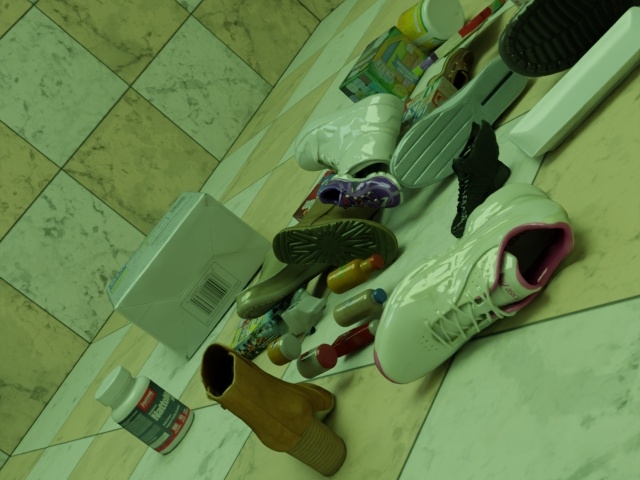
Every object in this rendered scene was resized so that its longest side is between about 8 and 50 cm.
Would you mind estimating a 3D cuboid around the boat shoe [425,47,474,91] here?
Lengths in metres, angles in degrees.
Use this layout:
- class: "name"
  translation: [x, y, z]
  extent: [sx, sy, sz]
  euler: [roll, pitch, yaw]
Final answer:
- class: "boat shoe"
  translation: [0.281, -0.337, 1.857]
  extent: [0.060, 0.064, 0.178]
  euler: [10, 45, 34]

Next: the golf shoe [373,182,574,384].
- class: "golf shoe"
  translation: [0.183, 0.061, 1.090]
  extent: [0.306, 0.115, 0.140]
  euler: [-50, 19, 4]

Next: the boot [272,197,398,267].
- class: "boot"
  translation: [0.058, -0.033, 1.649]
  extent: [0.236, 0.089, 0.269]
  euler: [4, 19, 20]

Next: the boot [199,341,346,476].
- class: "boot"
  translation: [-0.080, 0.210, 1.272]
  extent: [0.104, 0.211, 0.295]
  euler: [-50, 15, -2]

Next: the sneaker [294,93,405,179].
- class: "sneaker"
  translation: [0.038, -0.152, 1.715]
  extent: [0.292, 0.108, 0.169]
  euler: [-24, 50, 49]

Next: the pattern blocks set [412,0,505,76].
- class: "pattern blocks set"
  translation: [0.313, -0.450, 1.954]
  extent: [0.285, 0.026, 0.325]
  euler: [-36, 6, 42]

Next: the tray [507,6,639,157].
- class: "tray"
  translation: [0.395, -0.228, 1.322]
  extent: [0.270, 0.030, 0.145]
  euler: [-46, 17, 12]

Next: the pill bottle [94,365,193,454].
- class: "pill bottle"
  translation: [-0.354, 0.335, 1.798]
  extent: [0.108, 0.180, 0.108]
  euler: [-45, 17, 17]

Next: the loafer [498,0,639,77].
- class: "loafer"
  translation: [0.441, -0.398, 1.441]
  extent: [0.366, 0.134, 0.130]
  euler: [-37, 13, 8]

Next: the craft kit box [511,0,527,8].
- class: "craft kit box"
  translation: [0.380, -0.528, 1.662]
  extent: [0.061, 0.246, 0.250]
  euler: [-54, 15, -6]

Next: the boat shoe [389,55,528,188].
- class: "boat shoe"
  translation: [0.245, -0.201, 1.582]
  extent: [0.302, 0.109, 0.094]
  euler: [-42, -1, -1]

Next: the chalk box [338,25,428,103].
- class: "chalk box"
  translation: [0.148, -0.389, 2.196]
  extent: [0.132, 0.132, 0.213]
  euler: [-21, 33, 58]

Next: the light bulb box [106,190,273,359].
- class: "light bulb box"
  translation: [-0.344, 0.075, 2.293]
  extent: [0.358, 0.225, 0.361]
  euler: [-52, 15, -7]

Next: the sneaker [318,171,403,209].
- class: "sneaker"
  translation: [0.070, -0.076, 1.578]
  extent: [0.170, 0.068, 0.071]
  euler: [1, 27, 40]

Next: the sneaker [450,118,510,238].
- class: "sneaker"
  translation: [0.225, -0.093, 1.364]
  extent: [0.170, 0.089, 0.051]
  euler: [-54, 16, -14]

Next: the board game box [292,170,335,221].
- class: "board game box"
  translation: [0.024, -0.100, 2.055]
  extent: [0.145, 0.027, 0.281]
  euler: [-54, 16, -9]

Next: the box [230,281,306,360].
- class: "box"
  translation: [-0.096, 0.128, 1.820]
  extent: [0.159, 0.044, 0.233]
  euler: [-40, 18, 32]

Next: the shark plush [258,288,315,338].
- class: "shark plush"
  translation: [-0.057, 0.137, 1.646]
  extent: [0.161, 0.067, 0.073]
  euler: [-29, 26, 52]

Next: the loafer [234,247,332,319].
- class: "loafer"
  translation: [-0.076, 0.061, 1.682]
  extent: [0.102, 0.092, 0.268]
  euler: [-41, -6, 41]

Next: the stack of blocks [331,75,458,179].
- class: "stack of blocks"
  translation: [0.163, -0.203, 1.796]
  extent: [0.297, 0.087, 0.171]
  euler: [-33, 23, 47]

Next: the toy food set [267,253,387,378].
- class: "toy food set"
  translation: [0.027, 0.118, 1.360]
  extent: [0.104, 0.111, 0.232]
  euler: [-32, 6, 41]

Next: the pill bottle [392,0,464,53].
- class: "pill bottle"
  translation: [0.258, -0.532, 2.245]
  extent: [0.118, 0.117, 0.208]
  euler: [-55, 16, -19]
